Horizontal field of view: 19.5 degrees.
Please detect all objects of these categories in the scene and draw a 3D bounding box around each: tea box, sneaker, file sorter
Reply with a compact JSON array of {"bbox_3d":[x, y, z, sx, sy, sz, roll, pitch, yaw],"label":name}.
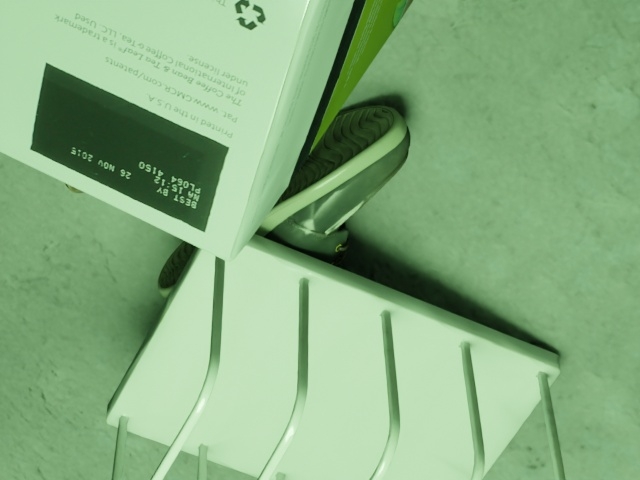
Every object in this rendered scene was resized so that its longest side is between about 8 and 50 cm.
[{"bbox_3d":[-0.110,-0.216,1.117,0.329,0.323,0.220,25,132,5],"label":"tea box"},{"bbox_3d":[0.000,0.000,1.348,0.222,0.083,0.118,-37,117,22],"label":"sneaker"},{"bbox_3d":[0.008,0.151,1.298,0.277,0.173,0.193,22,122,-14],"label":"file sorter"}]

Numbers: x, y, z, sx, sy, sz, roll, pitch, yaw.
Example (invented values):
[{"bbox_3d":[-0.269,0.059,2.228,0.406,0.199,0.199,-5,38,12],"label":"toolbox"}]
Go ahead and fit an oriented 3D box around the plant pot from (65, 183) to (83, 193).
[{"bbox_3d":[-0.182,-0.147,1.292,0.165,0.167,0.167,37,120,8],"label":"plant pot"}]
